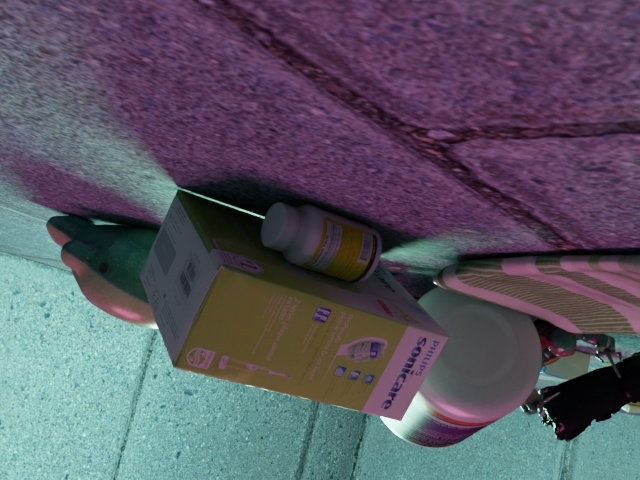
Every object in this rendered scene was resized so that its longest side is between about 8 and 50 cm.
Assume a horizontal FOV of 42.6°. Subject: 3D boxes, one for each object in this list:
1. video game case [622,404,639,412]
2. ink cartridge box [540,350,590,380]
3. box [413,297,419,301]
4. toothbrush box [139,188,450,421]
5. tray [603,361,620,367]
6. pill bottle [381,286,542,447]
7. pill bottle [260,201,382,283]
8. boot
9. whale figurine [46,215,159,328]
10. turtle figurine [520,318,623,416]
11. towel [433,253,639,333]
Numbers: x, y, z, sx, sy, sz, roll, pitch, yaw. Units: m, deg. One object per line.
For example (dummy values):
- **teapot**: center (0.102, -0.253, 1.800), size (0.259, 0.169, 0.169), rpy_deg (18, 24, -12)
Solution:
- **video game case**: center (0.639, 0.319, 1.710), size (0.157, 0.019, 0.143), rpy_deg (8, -166, -31)
- **ink cartridge box**: center (0.420, 0.234, 1.601), size (0.104, 0.060, 0.180), rpy_deg (17, 169, -24)
- **box**: center (0.152, 0.175, 1.395), size (0.311, 0.147, 0.121), rpy_deg (19, 169, -19)
- **toothbrush box**: center (-0.035, 0.071, 0.915), size (0.283, 0.122, 0.206), rpy_deg (21, -165, -28)
- **tray**: center (0.662, 0.265, 1.425), size (0.203, 0.076, 0.411), rpy_deg (13, 169, 0)
- **pill bottle**: center (0.173, 0.187, 1.152), size (0.182, 0.181, 0.323), rpy_deg (14, 156, -1)
- **pill bottle**: center (0.000, 0.000, 0.846), size (0.116, 0.065, 0.065), rpy_deg (20, 168, -30)
- **boot**: center (0.438, 0.233, 1.210), size (0.207, 0.094, 0.246), rpy_deg (-23, 176, -3)
- **whale figurine**: center (-0.316, 0.023, 1.302), size (0.272, 0.141, 0.216), rpy_deg (36, -176, 33)
- **turtle figurine**: center (0.341, 0.167, 1.201), size (0.175, 0.118, 0.234), rpy_deg (-27, 174, -6)
- **towel**: center (0.306, 0.063, 0.875), size (0.248, 0.038, 0.325), rpy_deg (20, 168, -28)
